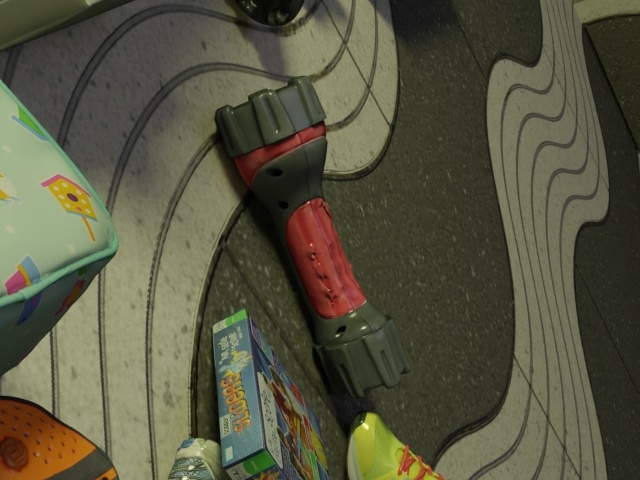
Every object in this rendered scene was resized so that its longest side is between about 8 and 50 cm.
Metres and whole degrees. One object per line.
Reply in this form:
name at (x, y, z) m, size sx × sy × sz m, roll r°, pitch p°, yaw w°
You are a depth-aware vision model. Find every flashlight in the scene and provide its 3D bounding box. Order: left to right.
flashlight at (0.000, 0.000, 1.141) m, size 0.304 × 0.103 × 0.103 m, roll 67°, pitch 24°, yaw -8°

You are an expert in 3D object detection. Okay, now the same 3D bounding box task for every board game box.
board game box at (-0.035, 0.159, 0.959) m, size 0.136 × 0.035 × 0.201 m, roll 59°, pitch 7°, yaw -25°

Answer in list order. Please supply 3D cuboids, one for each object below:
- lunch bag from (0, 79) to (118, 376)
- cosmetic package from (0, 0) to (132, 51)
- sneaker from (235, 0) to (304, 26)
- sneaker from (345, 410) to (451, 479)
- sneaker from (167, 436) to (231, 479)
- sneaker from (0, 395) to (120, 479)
lunch bag at (-0.241, -0.019, 0.586) m, size 0.224 × 0.108 × 0.279 m, roll 45°, pitch 22°, yaw 4°
cosmetic package at (-0.181, -0.212, 0.880) m, size 0.107 × 0.127 × 0.238 m, roll 64°, pitch 24°, yaw -15°
sneaker at (-0.067, -0.355, 1.250) m, size 0.135 × 0.097 × 0.276 m, roll -19°, pitch 90°, yaw -63°
sneaker at (0.097, 0.248, 1.184) m, size 0.208 × 0.094 × 0.081 m, roll 61°, pitch 28°, yaw -20°
sneaker at (-0.076, 0.215, 0.909) m, size 0.135 × 0.052 × 0.058 m, roll 56°, pitch 40°, yaw -21°
sneaker at (-0.153, 0.211, 0.645) m, size 0.321 × 0.124 × 0.180 m, roll 68°, pitch 26°, yaw -9°
